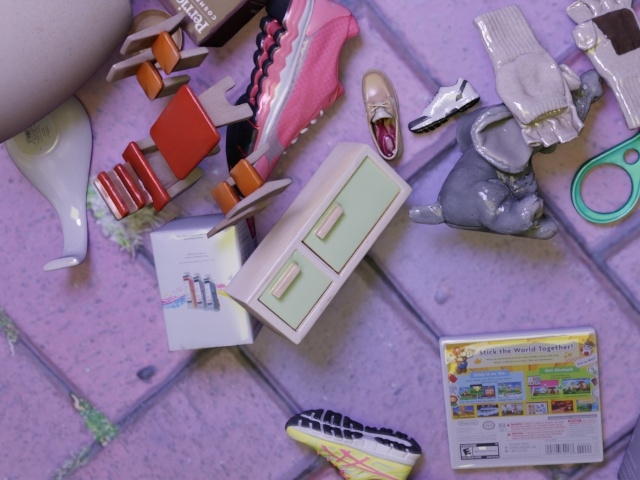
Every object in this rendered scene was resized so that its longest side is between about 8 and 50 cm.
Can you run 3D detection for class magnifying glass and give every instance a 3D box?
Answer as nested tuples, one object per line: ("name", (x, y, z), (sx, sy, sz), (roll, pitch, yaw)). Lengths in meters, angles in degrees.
("magnifying glass", (0.437, -0.125, 1.254), (0.092, 0.026, 0.231), (35, 102, -1))

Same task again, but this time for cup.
("cup", (-0.391, -0.324, 1.196), (0.237, 0.331, 0.331), (-25, 98, -14))

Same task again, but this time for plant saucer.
("plant saucer", (-0.240, -0.293, 1.310), (0.083, 0.015, 0.083), (2, 102, 7))

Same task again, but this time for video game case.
("video game case", (0.298, 0.236, 1.343), (0.227, 0.026, 0.206), (-5, 101, 9))

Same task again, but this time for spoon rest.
("spoon rest", (-0.397, -0.093, 1.348), (0.137, 0.084, 0.276), (-11, 86, 8))

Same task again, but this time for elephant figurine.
("elephant figurine", (0.256, -0.127, 1.228), (0.169, 0.186, 0.239), (10, 93, 49))

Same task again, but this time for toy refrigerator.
("toy refrigerator", (0.000, 0.000, 1.234), (0.102, 0.094, 0.269), (43, 78, -25))

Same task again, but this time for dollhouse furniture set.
("dollhouse furniture set", (-0.199, -0.120, 1.204), (0.135, 0.259, 0.262), (-32, 88, -32))

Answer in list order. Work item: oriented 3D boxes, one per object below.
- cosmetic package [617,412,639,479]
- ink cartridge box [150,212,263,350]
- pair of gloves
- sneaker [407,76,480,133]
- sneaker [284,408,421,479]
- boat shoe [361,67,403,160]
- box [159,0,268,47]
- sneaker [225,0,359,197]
("cosmetic package", (0.511, 0.267, 1.271), (0.107, 0.127, 0.238), (13, 101, 5))
("ink cartridge box", (-0.158, 0.057, 1.311), (0.127, 0.128, 0.176), (-5, 102, 8))
("pair of gloves", (0.334, -0.231, 1.179), (0.240, 0.042, 0.204), (-12, 75, -14))
("sneaker", (0.169, -0.189, 1.272), (0.109, 0.040, 0.044), (-30, 80, 8))
("sneaker", (0.042, 0.324, 1.365), (0.208, 0.081, 0.094), (18, 105, 3))
("boat shoe", (0.089, -0.178, 1.276), (0.050, 0.045, 0.135), (-16, 99, 10))
("box", (-0.074, -0.452, 1.196), (0.381, 0.143, 0.191), (-40, 94, 14))
("sneaker", (-0.036, -0.191, 1.257), (0.136, 0.116, 0.314), (10, 116, -25))
